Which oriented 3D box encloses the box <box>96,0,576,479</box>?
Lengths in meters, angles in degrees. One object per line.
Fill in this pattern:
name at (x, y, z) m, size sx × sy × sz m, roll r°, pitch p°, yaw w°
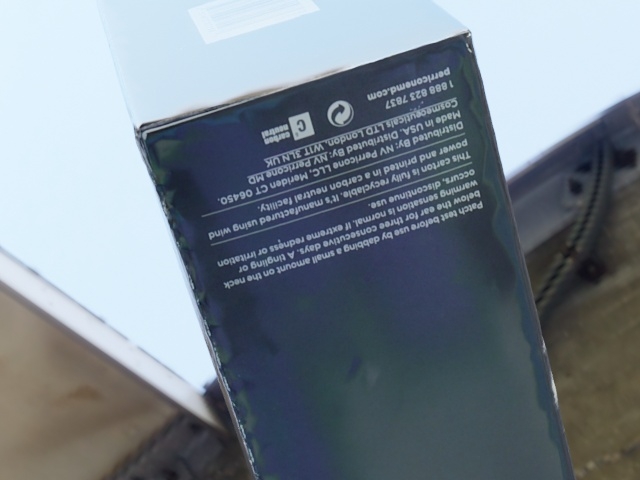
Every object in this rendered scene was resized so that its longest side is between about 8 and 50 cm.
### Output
box at (0.000, 0.000, 0.956) m, size 0.179 × 0.312 × 0.343 m, roll -17°, pitch -157°, yaw -5°
